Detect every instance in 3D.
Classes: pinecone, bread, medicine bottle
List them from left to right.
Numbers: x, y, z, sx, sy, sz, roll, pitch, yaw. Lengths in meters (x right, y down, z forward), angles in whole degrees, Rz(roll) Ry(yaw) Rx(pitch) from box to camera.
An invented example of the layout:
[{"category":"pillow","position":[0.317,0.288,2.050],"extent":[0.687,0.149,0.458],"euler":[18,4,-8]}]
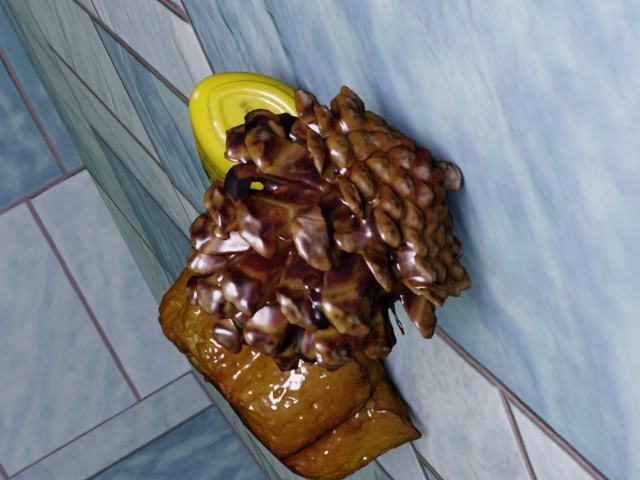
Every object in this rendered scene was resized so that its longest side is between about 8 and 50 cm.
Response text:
[{"category":"medicine bottle","position":[-0.044,-0.049,1.072],"extent":[0.111,0.076,0.309],"euler":[37,171,5]},{"category":"bread","position":[-0.037,0.095,1.231],"extent":[0.246,0.135,0.232],"euler":[39,168,51]},{"category":"pinecone","position":[0.000,0.000,0.781],"extent":[0.174,0.173,0.173],"euler":[56,169,18]}]
